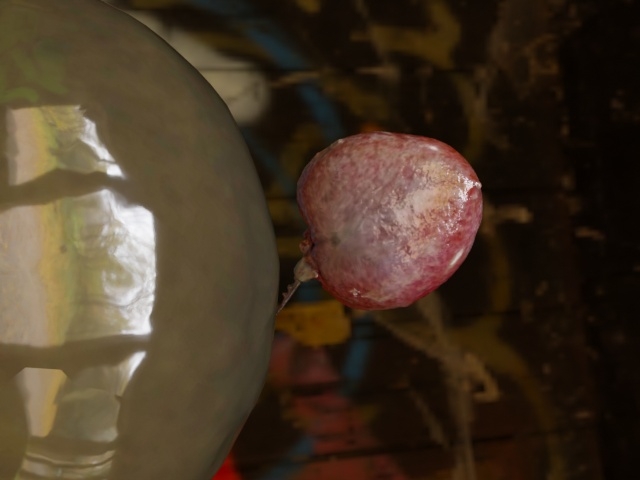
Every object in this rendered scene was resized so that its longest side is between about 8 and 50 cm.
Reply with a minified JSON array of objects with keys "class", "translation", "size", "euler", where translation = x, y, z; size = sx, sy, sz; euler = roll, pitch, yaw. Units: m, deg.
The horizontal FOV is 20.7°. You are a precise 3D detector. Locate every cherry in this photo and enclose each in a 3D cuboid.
[{"class":"cherry","translation":[0.000,0.000,1.060],"size":[0.225,0.090,0.107],"euler":[-20,-78,27]}]

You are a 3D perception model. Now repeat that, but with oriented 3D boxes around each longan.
[{"class":"longan","translation":[-0.135,0.015,0.741],"size":[0.248,0.248,0.248],"euler":[9,-80,60]}]
